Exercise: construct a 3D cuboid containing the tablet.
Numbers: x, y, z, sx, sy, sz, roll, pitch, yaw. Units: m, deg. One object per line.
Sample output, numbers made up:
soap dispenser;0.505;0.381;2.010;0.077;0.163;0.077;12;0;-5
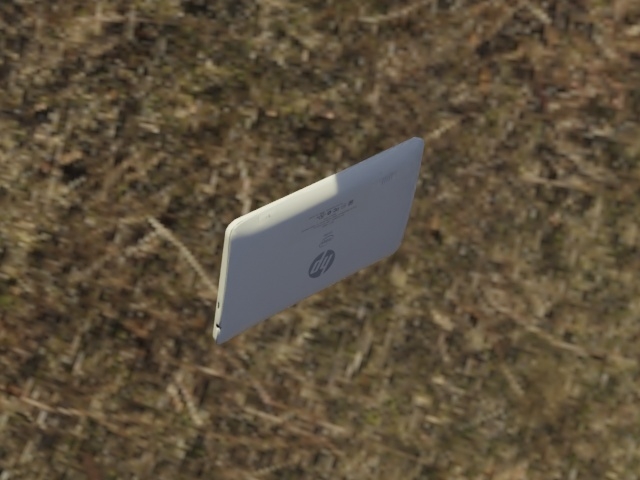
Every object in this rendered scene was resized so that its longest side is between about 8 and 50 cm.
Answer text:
tablet;0.000;0.000;0.503;0.083;0.006;0.054;-26;144;-33
